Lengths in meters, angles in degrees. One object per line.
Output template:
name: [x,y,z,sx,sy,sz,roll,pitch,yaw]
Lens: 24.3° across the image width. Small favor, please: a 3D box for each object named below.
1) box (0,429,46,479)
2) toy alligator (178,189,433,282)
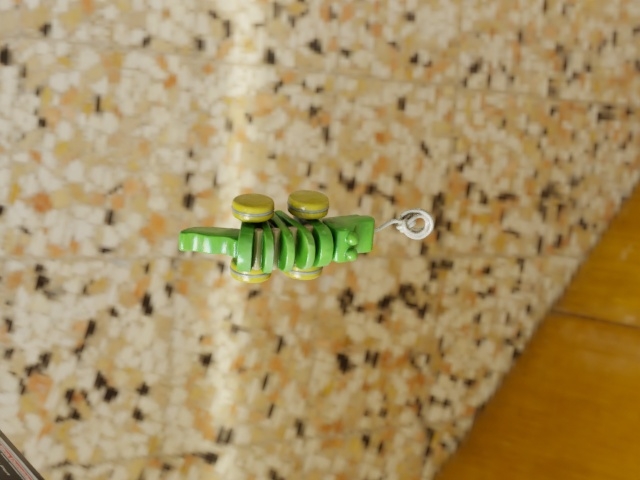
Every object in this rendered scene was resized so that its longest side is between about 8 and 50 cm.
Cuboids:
box: [-0.242,0.065,0.700,0.051,0.220,0.175,-47,165,6]
toy alligator: [0.000,0.000,1.012,0.190,0.051,0.056,-3,114,-20]
